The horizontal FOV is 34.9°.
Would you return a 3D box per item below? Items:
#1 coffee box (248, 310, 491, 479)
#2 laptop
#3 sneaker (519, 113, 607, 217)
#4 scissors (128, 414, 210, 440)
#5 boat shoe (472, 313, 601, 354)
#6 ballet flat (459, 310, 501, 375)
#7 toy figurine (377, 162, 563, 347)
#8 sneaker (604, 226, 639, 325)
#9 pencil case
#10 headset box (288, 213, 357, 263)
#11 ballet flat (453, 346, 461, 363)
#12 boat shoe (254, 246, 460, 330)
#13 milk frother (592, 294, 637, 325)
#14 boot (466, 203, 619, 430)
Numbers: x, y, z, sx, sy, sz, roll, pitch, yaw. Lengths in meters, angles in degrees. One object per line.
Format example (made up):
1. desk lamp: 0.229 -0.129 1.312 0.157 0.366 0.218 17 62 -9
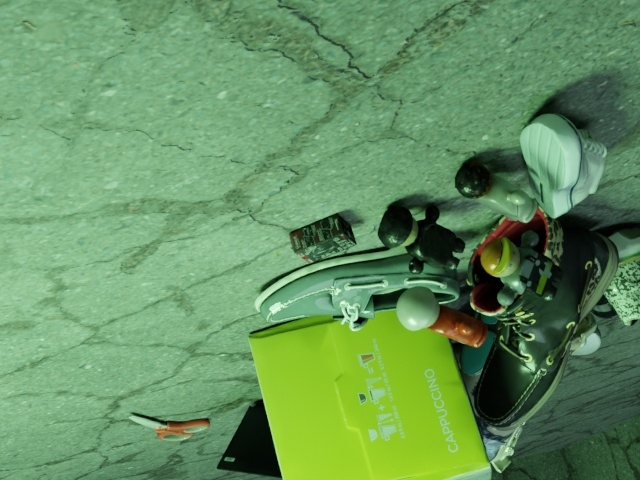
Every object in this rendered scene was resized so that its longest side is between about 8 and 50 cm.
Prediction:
1. coffee box: 0.098 0.310 1.822 0.338 0.337 0.334 -17 159 4
2. laptop: -0.044 0.408 2.138 0.264 0.136 0.234 4 173 -43
3. sneaker: 0.320 -0.112 1.319 0.091 0.094 0.258 -36 162 -1
4. scissors: -0.342 0.396 2.141 0.109 0.021 0.297 -24 159 23
5. boat shoe: 0.430 0.169 2.061 0.268 0.088 0.096 1 130 3
6. ballet flat: 0.303 0.156 1.853 0.070 0.070 0.188 10 103 -49
7. toy figurine: 0.193 0.016 1.356 0.148 0.213 0.209 25 133 -36
8. sneaker: 0.640 0.079 1.867 0.411 0.182 0.158 -5 157 -33
9. pencil case: 0.372 0.261 1.974 0.160 0.184 0.410 -40 159 -48
10. headset box: 0.000 0.000 1.405 0.083 0.032 0.062 -22 158 14
11. ballet flat: 0.222 0.280 2.222 0.250 0.058 0.084 -11 159 -15
12. boat shoe: 0.061 0.083 1.561 0.320 0.099 0.116 -15 159 -5
13. milk frother: 0.583 0.083 1.983 0.143 0.129 0.135 -62 154 -3
14. boot: 0.320 0.123 1.643 0.284 0.138 0.377 24 100 -54
